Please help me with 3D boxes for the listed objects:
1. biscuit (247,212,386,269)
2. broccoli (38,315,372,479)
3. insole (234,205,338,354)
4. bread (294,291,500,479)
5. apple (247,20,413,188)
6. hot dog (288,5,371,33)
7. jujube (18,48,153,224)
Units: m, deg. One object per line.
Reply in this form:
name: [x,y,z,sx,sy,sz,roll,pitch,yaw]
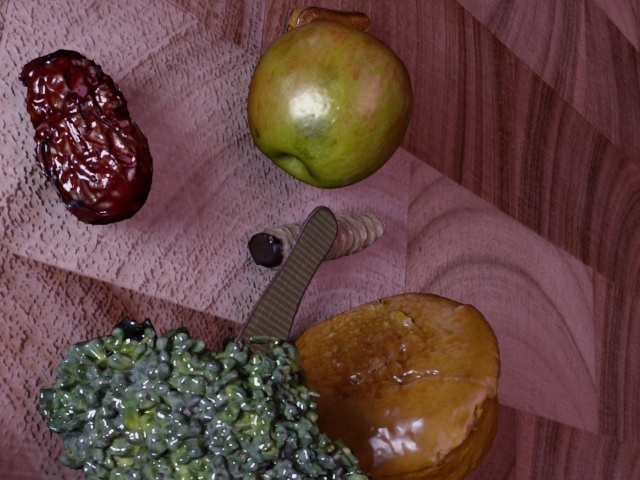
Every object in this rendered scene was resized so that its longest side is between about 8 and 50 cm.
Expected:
biscuit: [0.000,0.000,1.101,0.219,0.061,0.055,-13,98,-53]
broccoli: [-0.102,0.202,0.829,0.288,0.248,0.245,60,-8,13]
insole: [-0.042,0.070,1.016,0.086,0.005,0.253,47,63,-48]
bread: [0.086,0.179,1.022,0.268,0.268,0.145,-62,143,-39]
apple: [0.010,-0.153,1.051,0.196,0.196,0.195,16,69,-49]
hot dog: [0.017,-0.275,1.201,0.165,0.045,0.071,-14,94,-52]
jujube: [-0.211,-0.096,0.830,0.104,0.104,0.165,-19,95,-52]
